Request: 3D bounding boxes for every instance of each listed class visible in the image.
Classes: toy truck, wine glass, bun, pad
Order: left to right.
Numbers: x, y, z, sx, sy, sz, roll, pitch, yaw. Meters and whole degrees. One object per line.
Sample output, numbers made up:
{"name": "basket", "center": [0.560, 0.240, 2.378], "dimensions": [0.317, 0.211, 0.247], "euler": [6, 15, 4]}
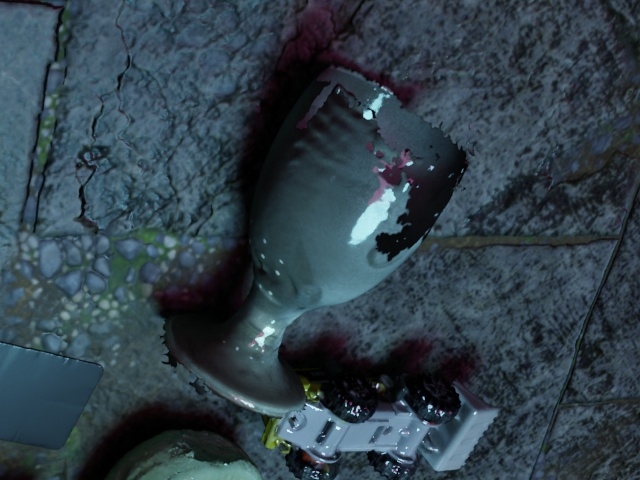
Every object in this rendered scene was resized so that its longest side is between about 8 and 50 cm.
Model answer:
{"name": "pad", "center": [-0.312, 0.160, 1.514], "dimensions": [0.157, 0.003, 0.112], "euler": [18, 108, -37]}
{"name": "bun", "center": [-0.170, 0.303, 1.621], "dimensions": [0.221, 0.108, 0.221], "euler": [-22, 131, -27]}
{"name": "wine glass", "center": [-0.005, -0.001, 1.478], "dimensions": [0.190, 0.190, 0.357], "euler": [22, 111, -38]}
{"name": "toy truck", "center": [0.065, 0.202, 1.690], "dimensions": [0.286, 0.111, 0.136], "euler": [8, 124, -36]}
